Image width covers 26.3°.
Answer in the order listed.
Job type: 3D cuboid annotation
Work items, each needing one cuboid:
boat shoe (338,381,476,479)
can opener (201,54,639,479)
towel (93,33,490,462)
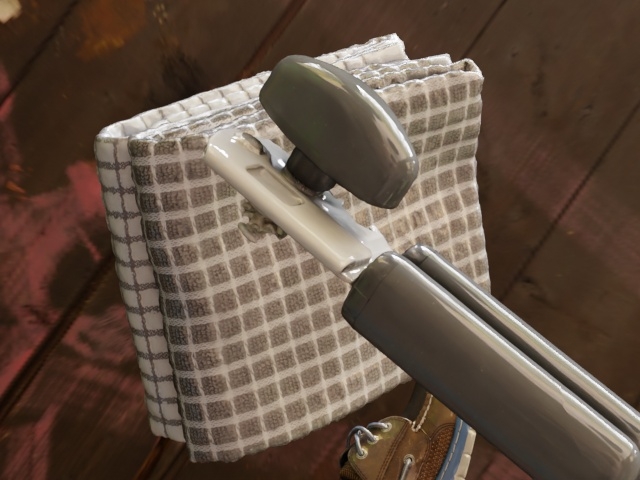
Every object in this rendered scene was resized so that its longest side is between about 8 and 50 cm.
[{"bbox_3d":[0.045,0.131,0.773,0.066,0.066,0.183,14,-109,-5],"label":"boat shoe"},{"bbox_3d":[0.053,0.019,0.678,0.280,0.074,0.093,44,-65,16],"label":"can opener"},{"bbox_3d":[0.000,0.000,0.959,0.284,0.121,0.235,-21,-71,-31],"label":"towel"}]
